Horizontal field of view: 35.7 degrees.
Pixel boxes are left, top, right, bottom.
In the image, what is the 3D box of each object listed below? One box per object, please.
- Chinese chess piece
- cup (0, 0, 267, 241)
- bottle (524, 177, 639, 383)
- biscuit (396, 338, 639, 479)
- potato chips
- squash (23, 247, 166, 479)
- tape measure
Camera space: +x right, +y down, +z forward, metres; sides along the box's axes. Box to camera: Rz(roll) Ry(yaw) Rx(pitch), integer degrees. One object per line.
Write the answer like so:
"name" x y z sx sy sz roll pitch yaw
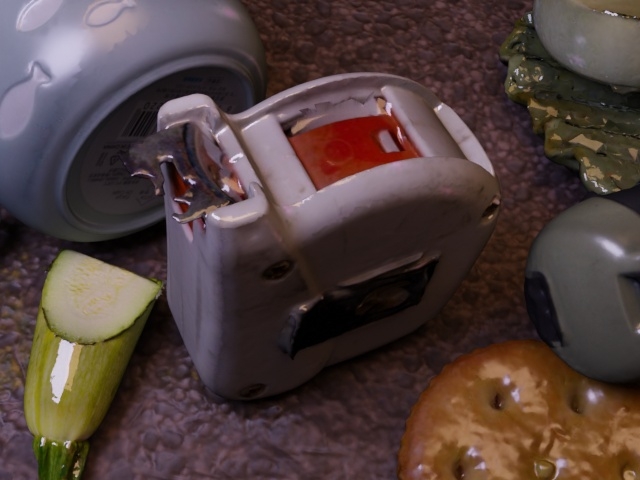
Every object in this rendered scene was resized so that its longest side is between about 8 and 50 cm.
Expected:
"Chinese chess piece" 0.298 -0.221 0.947 0.188 0.083 0.188 0 45 0
"cup" -0.237 -0.127 0.804 0.356 0.259 0.274 -44 67 4
"bottle" 0.320 -0.006 0.751 0.346 0.168 0.169 -20 61 -16
"biscuit" 0.162 0.177 0.734 0.220 0.066 0.221 2 58 -3
"potato chips" 0.392 -0.140 0.975 0.428 0.070 0.359 6 54 -3
"squash" -0.179 0.092 0.742 0.090 0.075 0.200 22 54 -21
"tape measure" 0.000 0.000 0.715 0.265 0.258 0.130 -18 58 -18
